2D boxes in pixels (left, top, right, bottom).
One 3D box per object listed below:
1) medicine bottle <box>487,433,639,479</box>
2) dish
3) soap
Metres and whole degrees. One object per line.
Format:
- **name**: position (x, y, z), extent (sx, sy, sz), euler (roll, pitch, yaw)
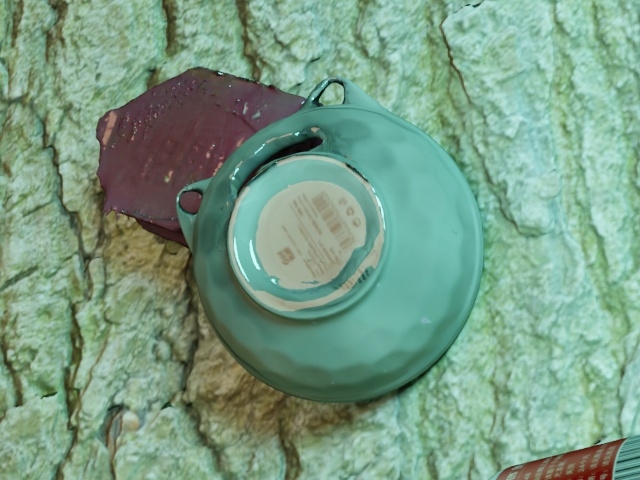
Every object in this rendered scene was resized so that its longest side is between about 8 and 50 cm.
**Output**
- **medicine bottle**: position (0.209, 0.225, 1.360), extent (0.250, 0.131, 0.131), euler (-20, 59, 34)
- **dish**: position (0.000, 0.000, 1.575), extent (0.303, 0.120, 0.303), euler (-2, 82, 14)
- **soap**: position (-0.111, -0.076, 1.791), extent (0.289, 0.112, 0.182), euler (19, 81, 45)
